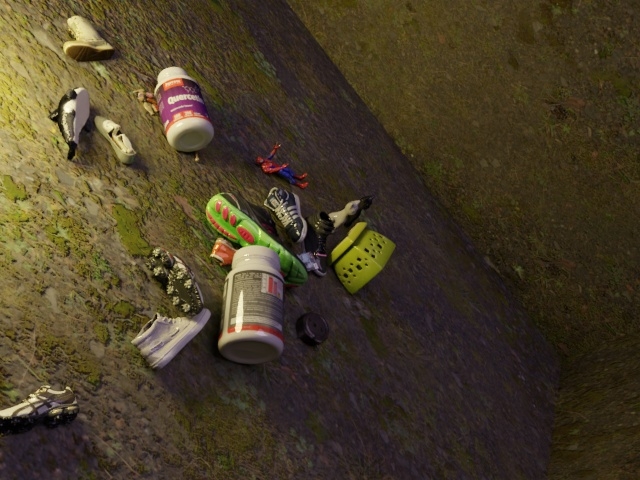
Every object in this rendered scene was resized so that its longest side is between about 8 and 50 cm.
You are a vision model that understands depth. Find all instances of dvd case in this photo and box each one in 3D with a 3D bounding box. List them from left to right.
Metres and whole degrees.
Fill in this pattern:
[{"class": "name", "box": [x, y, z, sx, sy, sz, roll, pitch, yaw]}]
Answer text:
[{"class": "dvd case", "box": [-0.074, 0.096, 1.994, 0.119, 0.013, 0.087, -15, 70, -29]}]

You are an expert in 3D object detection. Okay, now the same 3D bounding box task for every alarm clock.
[{"class": "alarm clock", "box": [-0.024, 0.325, 1.853, 0.129, 0.064, 0.192, 37, 36, -19]}]

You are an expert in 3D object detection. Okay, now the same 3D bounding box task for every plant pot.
[{"class": "plant pot", "box": [0.172, 0.065, 2.147, 0.207, 0.228, 0.227, 44, 37, -1]}]

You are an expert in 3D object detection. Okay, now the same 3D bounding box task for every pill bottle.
[{"class": "pill bottle", "box": [-0.550, -0.527, 1.897, 0.181, 0.181, 0.323, 1, 59, -46]}, {"class": "pill bottle", "box": [-0.224, 0.209, 1.605, 0.210, 0.210, 0.363, 26, 45, -31]}]

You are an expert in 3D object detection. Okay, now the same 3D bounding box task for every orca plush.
[{"class": "orca plush", "box": [-0.844, -0.396, 1.586, 0.151, 0.102, 0.288, 83, -2, -71]}]

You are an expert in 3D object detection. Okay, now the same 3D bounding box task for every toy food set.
[{"class": "toy food set", "box": [-0.689, -0.562, 1.914, 0.122, 0.019, 0.078, 50, 37, -3]}]

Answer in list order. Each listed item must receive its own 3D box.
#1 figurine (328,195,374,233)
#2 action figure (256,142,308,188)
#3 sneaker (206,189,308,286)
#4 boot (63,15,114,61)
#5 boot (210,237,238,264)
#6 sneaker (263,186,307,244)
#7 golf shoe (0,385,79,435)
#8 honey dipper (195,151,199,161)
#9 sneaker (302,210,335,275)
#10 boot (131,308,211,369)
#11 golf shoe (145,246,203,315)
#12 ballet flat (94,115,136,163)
[{"class": "figurine", "box": [0.140, -0.139, 2.286, 0.214, 0.209, 0.092, -25, 79, -52]}, {"class": "action figure", "box": [-0.160, -0.346, 2.208, 0.280, 0.139, 0.092, 17, 47, -35]}, {"class": "sneaker", "box": [-0.212, -0.018, 1.834, 0.483, 0.185, 0.202, 47, 41, -9]}, {"class": "boot", "box": [-0.911, -0.767, 1.802, 0.165, 0.077, 0.213, 53, 31, 0]}, {"class": "boot", "box": [-0.332, 0.068, 1.750, 0.158, 0.059, 0.085, 37, 56, -26]}, {"class": "sneaker", "box": [-0.153, -0.113, 2.043, 0.153, 0.099, 0.282, 25, 37, -38]}, {"class": "golf shoe", "box": [-0.671, 0.389, 1.106, 0.198, 0.077, 0.094, 13, 40, -49]}, {"class": "honey dipper", "box": [-0.512, -0.388, 1.954, 0.030, 0.030, 0.161, 12, 56, -41]}, {"class": "sneaker", "box": [0.000, 0.000, 2.075, 0.104, 0.147, 0.296, 13, 52, -42]}, {"class": "boot", "box": [-0.442, 0.256, 1.428, 0.123, 0.095, 0.258, 52, 37, -11]}, {"class": "golf shoe", "box": [-0.432, 0.124, 1.505, 0.273, 0.105, 0.120, 47, 15, 25]}, {"class": "ballet flat", "box": [-0.717, -0.369, 1.682, 0.213, 0.068, 0.072, 55, 36, 5]}]
